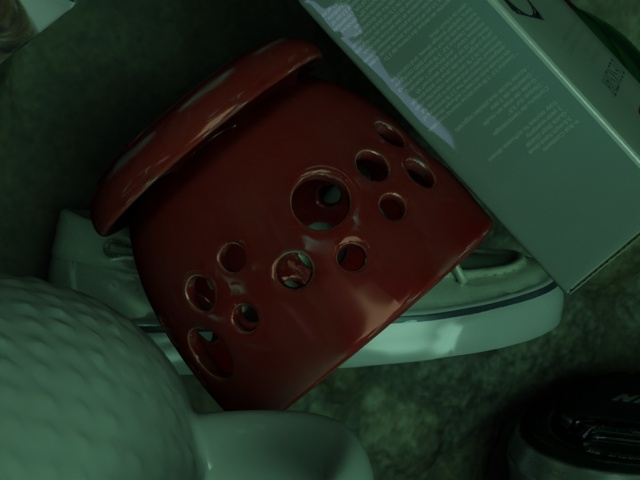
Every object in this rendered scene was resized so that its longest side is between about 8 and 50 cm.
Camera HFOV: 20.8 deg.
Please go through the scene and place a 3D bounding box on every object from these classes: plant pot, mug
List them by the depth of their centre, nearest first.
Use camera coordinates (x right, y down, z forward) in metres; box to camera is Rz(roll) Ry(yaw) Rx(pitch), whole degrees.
[{"bbox_3d":[-0.155,0.149,0.865,0.374,0.328,0.276,-7,102,20],"label":"mug"},{"bbox_3d":[-0.023,-0.012,1.011,0.191,0.191,0.174,-39,91,-14],"label":"plant pot"}]

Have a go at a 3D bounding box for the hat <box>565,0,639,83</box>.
[{"bbox_3d":[0.152,-0.148,1.151,0.209,0.183,0.173,13,59,-1],"label":"hat"}]

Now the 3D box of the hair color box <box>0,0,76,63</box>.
[{"bbox_3d":[-0.296,-0.205,0.858,0.347,0.174,0.105,34,44,-30],"label":"hair color box"}]

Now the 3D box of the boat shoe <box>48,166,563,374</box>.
[{"bbox_3d":[-0.004,-0.001,1.178,0.367,0.136,0.156,-2,99,-16],"label":"boat shoe"}]

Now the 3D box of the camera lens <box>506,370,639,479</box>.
[{"bbox_3d":[0.253,0.248,1.297,0.219,0.219,0.274,-11,106,-24],"label":"camera lens"}]

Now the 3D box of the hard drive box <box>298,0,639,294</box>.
[{"bbox_3d":[0.113,-0.100,1.055,0.089,0.181,0.232,-42,93,20],"label":"hard drive box"}]
